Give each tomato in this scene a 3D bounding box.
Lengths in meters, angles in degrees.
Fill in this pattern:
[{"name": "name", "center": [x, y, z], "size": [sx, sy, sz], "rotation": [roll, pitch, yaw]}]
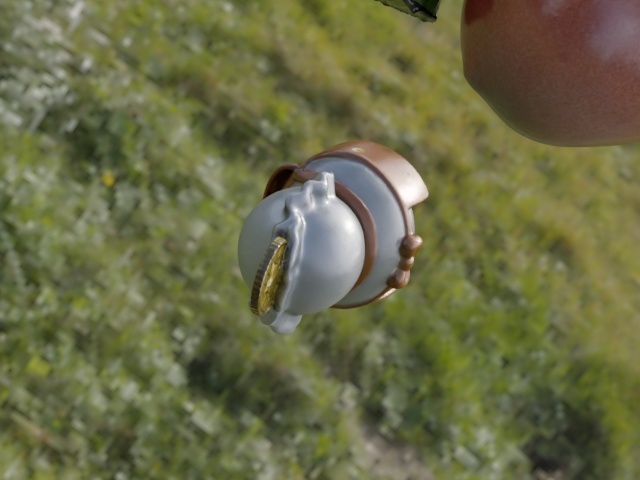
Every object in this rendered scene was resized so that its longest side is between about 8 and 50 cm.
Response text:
[{"name": "tomato", "center": [0.313, -0.244, 2.138], "size": [0.321, 0.321, 0.321], "rotation": [31, 24, -15]}]

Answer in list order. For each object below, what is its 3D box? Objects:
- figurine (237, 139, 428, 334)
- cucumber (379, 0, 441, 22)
[{"name": "figurine", "center": [0.010, 0.002, 1.472], "size": [0.143, 0.143, 0.271], "rotation": [36, 21, -4]}, {"name": "cucumber", "center": [0.124, -0.386, 2.168], "size": [0.134, 0.244, 0.134], "rotation": [24, -2, 1]}]
